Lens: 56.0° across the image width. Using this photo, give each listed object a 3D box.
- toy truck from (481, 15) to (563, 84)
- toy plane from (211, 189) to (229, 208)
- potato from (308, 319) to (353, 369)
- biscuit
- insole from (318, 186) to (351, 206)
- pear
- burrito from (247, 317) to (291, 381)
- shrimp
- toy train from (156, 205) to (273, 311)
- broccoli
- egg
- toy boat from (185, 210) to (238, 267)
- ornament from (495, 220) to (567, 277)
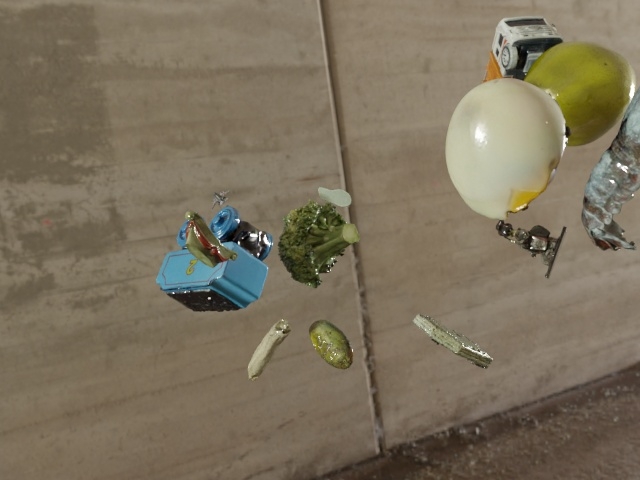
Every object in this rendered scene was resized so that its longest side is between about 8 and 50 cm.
[{"bbox_3d":[0.584,-0.486,1.824,0.174,0.206,0.387,-4,-39,-5],"label":"toy truck"},{"bbox_3d":[-0.318,-0.132,1.894,0.078,0.031,0.083,-46,35,-4],"label":"toy plane"},{"bbox_3d":[0.023,0.319,1.864,0.054,0.119,0.197,2,42,-42],"label":"potato"},{"bbox_3d":[0.380,0.287,1.723,0.250,0.046,0.147,28,8,-40],"label":"biscuit"},{"bbox_3d":[0.038,-0.122,1.659,0.002,0.053,0.153,-24,27,-29],"label":"insole"},{"bbox_3d":[0.672,-0.385,1.577,0.295,0.293,0.294,-8,5,1],"label":"pear"},{"bbox_3d":[-0.169,0.348,1.918,0.059,0.275,0.082,21,40,-16],"label":"burrito"},{"bbox_3d":[0.486,-0.145,0.831,0.166,0.410,0.221,24,42,-7],"label":"shrimp"},{"bbox_3d":[-0.281,0.061,1.639,0.301,0.264,0.188,-9,-36,40],"label":"toy train"},{"bbox_3d":[-0.020,0.001,1.888,0.236,0.287,0.260,7,-23,-14],"label":"broccoli"},{"bbox_3d":[0.345,-0.197,1.233,0.174,0.286,0.264,10,14,-35],"label":"egg"},{"bbox_3d":[-0.265,0.009,1.410,0.089,0.071,0.185,8,-31,39],"label":"toy boat"},{"bbox_3d":[0.605,0.009,1.780,0.196,0.153,0.166,22,2,23],"label":"ornament"}]
